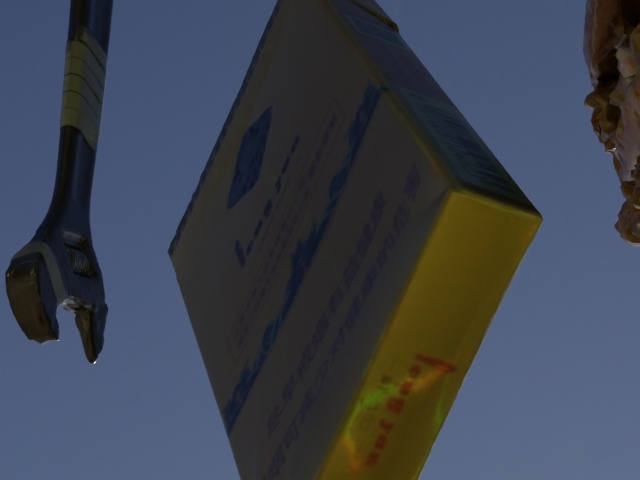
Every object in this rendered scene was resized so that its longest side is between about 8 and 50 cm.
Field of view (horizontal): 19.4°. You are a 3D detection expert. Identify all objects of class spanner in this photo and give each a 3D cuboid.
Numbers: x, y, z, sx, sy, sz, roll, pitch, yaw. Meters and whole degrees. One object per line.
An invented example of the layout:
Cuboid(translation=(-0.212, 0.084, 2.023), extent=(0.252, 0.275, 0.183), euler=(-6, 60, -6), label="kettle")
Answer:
Cuboid(translation=(-0.148, -0.065, 1.169), extent=(0.024, 0.316, 0.087), euler=(-16, -38, 23), label="spanner")

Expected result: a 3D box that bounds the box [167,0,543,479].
Cuboid(translation=(0.000, 0.000, 0.729), extent=(0.041, 0.279, 0.153), euler=(18, -72, -18), label="box")

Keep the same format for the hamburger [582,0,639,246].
Cuboid(translation=(0.226, -0.078, 0.808), extent=(0.245, 0.211, 0.260), euler=(-39, -33, 26), label="hamburger")
